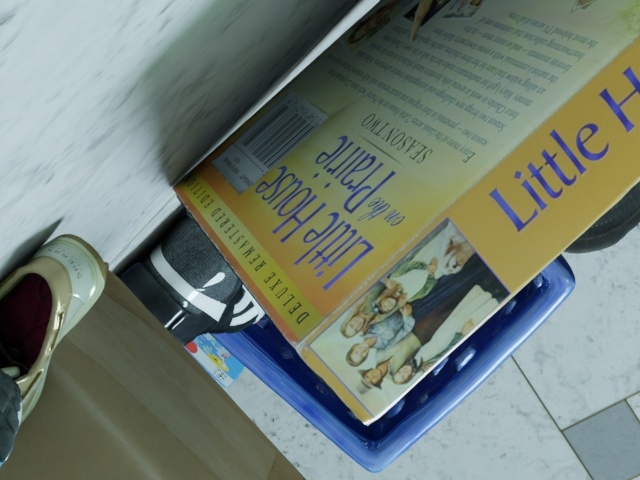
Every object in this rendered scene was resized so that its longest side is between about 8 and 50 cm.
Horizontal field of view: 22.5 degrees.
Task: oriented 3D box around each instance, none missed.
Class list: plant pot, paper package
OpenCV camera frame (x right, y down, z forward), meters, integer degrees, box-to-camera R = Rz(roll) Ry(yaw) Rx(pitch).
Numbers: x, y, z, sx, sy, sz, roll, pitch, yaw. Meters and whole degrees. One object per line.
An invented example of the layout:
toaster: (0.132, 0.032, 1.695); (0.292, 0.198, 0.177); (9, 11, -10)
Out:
plant pot: (0.051, 0.010, 1.331); (0.236, 0.236, 0.212); (-46, -176, 17)
paper package: (-0.135, 0.239, 0.921); (0.309, 0.325, 0.168); (-45, 177, 14)

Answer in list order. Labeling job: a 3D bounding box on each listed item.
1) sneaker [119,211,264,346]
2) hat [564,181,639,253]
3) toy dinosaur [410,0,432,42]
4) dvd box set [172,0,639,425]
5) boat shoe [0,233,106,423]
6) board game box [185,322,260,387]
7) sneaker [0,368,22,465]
sneaker: (-0.106, 0.046, 1.134); (0.121, 0.079, 0.217); (-41, 168, -9)
hat: (0.176, -0.161, 1.162); (0.331, 0.331, 0.134); (-44, -144, -25)
toy dinosaur: (0.110, -0.207, 0.822); (0.112, 0.064, 0.211); (-19, 150, -43)
dvd box set: (0.120, -0.113, 0.825); (0.420, 0.062, 0.307); (-42, -159, -2)
boat shoe: (-0.155, 0.054, 0.777); (0.135, 0.050, 0.045); (-57, 169, 23)
board game box: (0.000, 0.000, 1.792); (0.308, 0.086, 0.302); (-44, 177, -25)
sneaker: (-0.207, 0.111, 0.736); (0.191, 0.071, 0.083); (-37, -174, 16)
